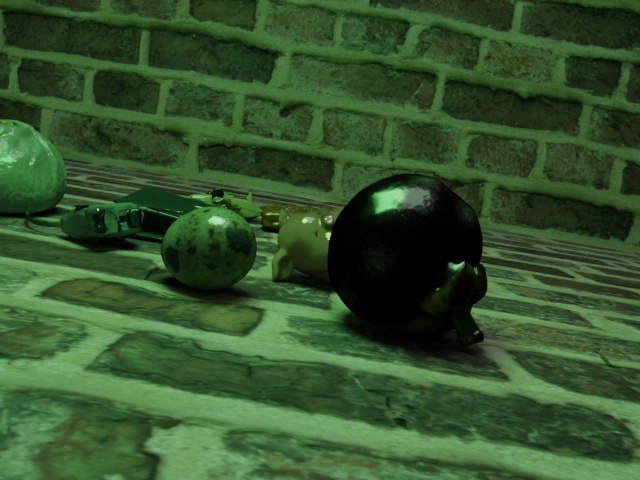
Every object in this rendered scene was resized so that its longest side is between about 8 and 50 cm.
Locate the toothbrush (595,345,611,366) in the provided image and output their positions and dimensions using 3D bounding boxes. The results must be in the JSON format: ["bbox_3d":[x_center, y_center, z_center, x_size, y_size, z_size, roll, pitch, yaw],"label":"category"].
[{"bbox_3d":[0.471,0.192,1.115,0.006,0.008,0.097,-3,7,10],"label":"toothbrush"}]

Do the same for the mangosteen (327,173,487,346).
[{"bbox_3d":[0.155,0.045,1.069,0.302,0.275,0.275,52,27,20],"label":"mangosteen"}]

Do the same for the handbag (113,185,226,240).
[{"bbox_3d":[-0.358,-0.058,1.623,0.238,0.089,0.326,11,9,-1],"label":"handbag"}]

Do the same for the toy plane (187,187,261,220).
[{"bbox_3d":[-0.297,-0.111,2.044,0.244,0.093,0.229,2,-4,-24],"label":"toy plane"}]

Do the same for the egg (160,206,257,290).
[{"bbox_3d":[-0.192,0.015,1.125,0.181,0.141,0.141,-6,-2,34],"label":"egg"}]

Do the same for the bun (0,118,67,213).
[{"bbox_3d":[-0.771,-0.185,1.579,0.361,0.211,0.362,12,6,-1],"label":"bun"}]

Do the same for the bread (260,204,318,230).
[{"bbox_3d":[-0.041,-0.052,1.964,0.270,0.077,0.139,7,12,-6],"label":"bread"}]

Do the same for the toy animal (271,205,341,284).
[{"bbox_3d":[0.033,0.013,1.334,0.250,0.154,0.166,13,30,-7],"label":"toy animal"}]

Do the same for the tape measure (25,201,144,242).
[{"bbox_3d":[-0.504,-0.037,1.415,0.330,0.084,0.164,0,0,42],"label":"tape measure"}]
